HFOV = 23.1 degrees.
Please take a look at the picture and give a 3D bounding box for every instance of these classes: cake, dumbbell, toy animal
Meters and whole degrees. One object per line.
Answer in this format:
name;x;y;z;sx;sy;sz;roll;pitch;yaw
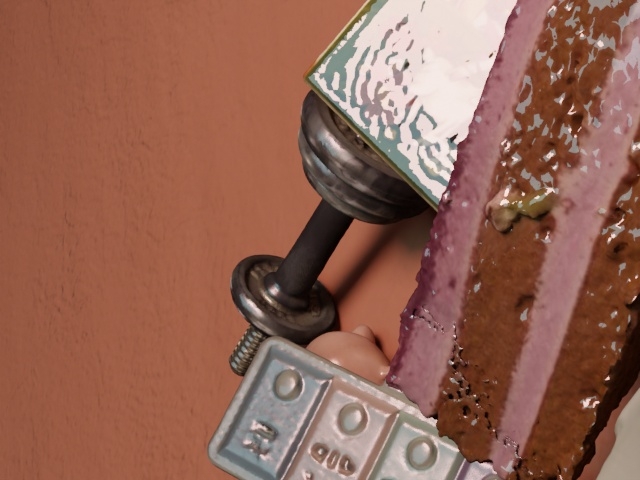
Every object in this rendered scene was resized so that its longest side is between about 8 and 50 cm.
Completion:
cake;0.129;-0.028;0.718;0.116;0.113;0.295;32;109;31
dumbbell;0.000;0.000;1.034;0.254;0.110;0.110;-59;36;32
toy animal;0.000;0.116;1.007;0.083;0.089;0.150;49;116;26

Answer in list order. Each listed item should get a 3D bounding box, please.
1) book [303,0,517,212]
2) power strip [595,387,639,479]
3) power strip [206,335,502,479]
book;0.161;-0.133;0.770;0.322;0.018;0.228;-50;62;11
power strip;0.249;0.177;0.535;0.357;0.161;0.357;-26;56;46
power strip;0.053;0.109;0.893;0.215;0.061;0.145;25;85;32
